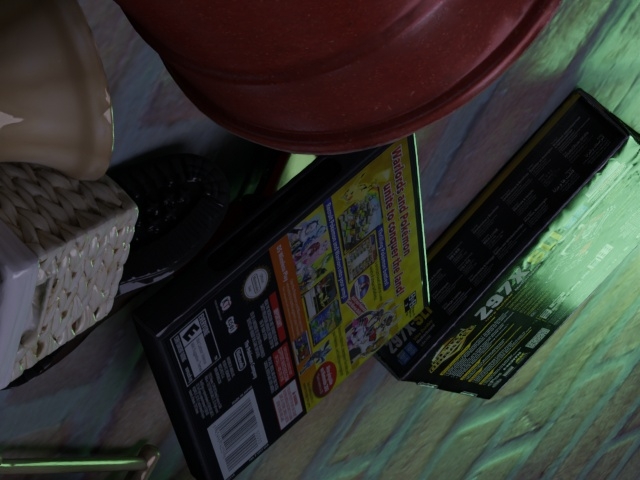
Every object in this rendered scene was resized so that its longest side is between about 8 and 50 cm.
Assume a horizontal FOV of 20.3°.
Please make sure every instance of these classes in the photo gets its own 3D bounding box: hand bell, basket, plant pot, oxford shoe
[{"bbox_3d":[-0.238,-0.054,0.882,0.242,0.126,0.126,-20,148,-26],"label":"hand bell"},{"bbox_3d":[-0.195,-0.017,1.008,0.103,0.167,0.113,-31,154,-40],"label":"basket"},{"bbox_3d":[-0.040,-0.211,0.835,0.272,0.272,0.265,-47,148,8],"label":"plant pot"},{"bbox_3d":[-0.161,0.019,1.243,0.227,0.083,0.096,-38,179,-17],"label":"oxford shoe"}]

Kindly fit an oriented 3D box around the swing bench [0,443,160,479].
[{"bbox_3d":[-0.241,0.309,1.476,0.254,0.165,0.253,-44,157,15],"label":"swing bench"}]

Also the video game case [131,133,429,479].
[{"bbox_3d":[-0.019,0.051,1.367,0.248,0.035,0.275,-40,153,-17],"label":"video game case"}]

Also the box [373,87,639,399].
[{"bbox_3d":[0.210,0.015,1.784,0.322,0.079,0.257,-48,154,11],"label":"box"}]

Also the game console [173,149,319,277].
[{"bbox_3d":[-0.054,-0.016,1.384,0.144,0.085,0.124,65,42,-57],"label":"game console"}]
